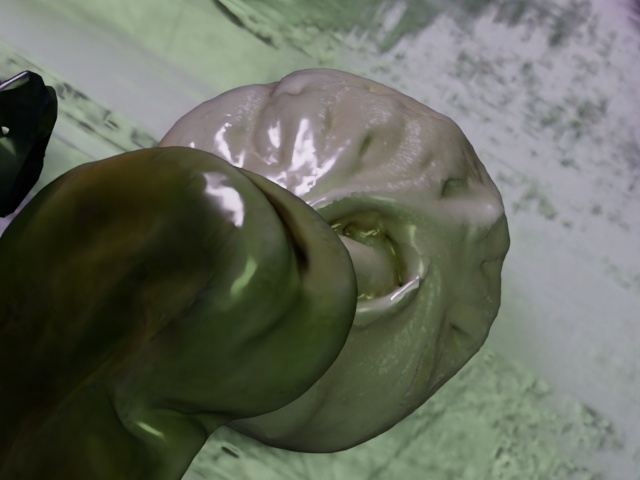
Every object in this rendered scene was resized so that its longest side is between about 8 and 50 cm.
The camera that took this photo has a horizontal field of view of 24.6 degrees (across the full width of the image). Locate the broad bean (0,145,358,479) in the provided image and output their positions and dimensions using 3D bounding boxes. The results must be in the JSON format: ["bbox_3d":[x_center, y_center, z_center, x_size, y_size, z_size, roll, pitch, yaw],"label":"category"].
[{"bbox_3d":[-0.085,0.044,0.581,0.206,0.072,0.153,-34,54,21],"label":"broad bean"}]

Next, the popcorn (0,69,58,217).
[{"bbox_3d":[-0.288,-0.067,0.514,0.237,0.293,0.293,32,70,21],"label":"popcorn"}]

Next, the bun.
[{"bbox_3d":[0.000,0.000,0.648,0.183,0.102,0.183,4,73,-12],"label":"bun"}]
